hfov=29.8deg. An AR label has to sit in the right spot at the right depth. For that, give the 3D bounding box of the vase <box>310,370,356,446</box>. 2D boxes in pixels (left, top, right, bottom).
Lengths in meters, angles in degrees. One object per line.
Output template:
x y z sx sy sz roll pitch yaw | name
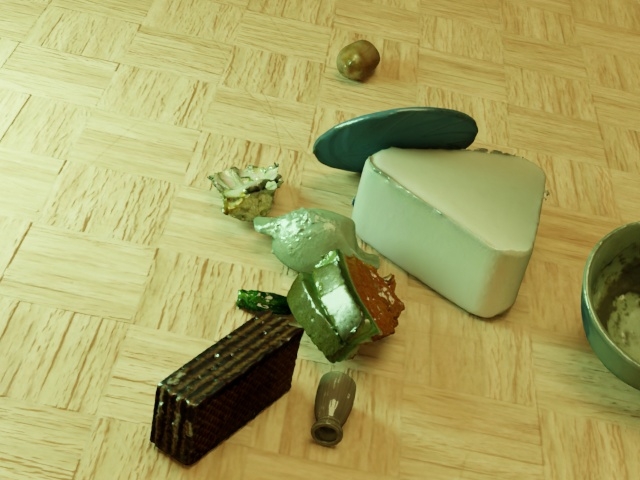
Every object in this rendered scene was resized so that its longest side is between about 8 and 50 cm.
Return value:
0.016 0.226 1.615 0.053 0.053 0.100 14 37 1 | vase

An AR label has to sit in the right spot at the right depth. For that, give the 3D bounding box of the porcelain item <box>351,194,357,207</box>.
0.120 -0.072 2.129 0.075 0.021 0.136 34 39 22 | porcelain item

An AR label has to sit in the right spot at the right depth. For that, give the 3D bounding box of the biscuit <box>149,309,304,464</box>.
-0.118 0.187 1.578 0.070 0.106 0.252 27 34 24 | biscuit

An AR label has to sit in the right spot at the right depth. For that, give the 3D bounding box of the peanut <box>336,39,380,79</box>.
0.083 -0.383 2.537 0.076 0.076 0.152 22 28 13 | peanut

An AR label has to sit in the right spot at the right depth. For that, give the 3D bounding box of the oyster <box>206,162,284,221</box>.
-0.120 -0.082 2.028 0.133 0.071 0.209 -4 17 -14 | oyster

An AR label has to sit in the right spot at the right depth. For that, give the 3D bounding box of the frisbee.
0.132 -0.157 2.085 0.290 0.289 0.049 -1 73 -20 | frisbee

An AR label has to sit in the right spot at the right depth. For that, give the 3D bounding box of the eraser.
0.207 -0.042 2.001 0.331 0.149 0.331 11 34 -8 | eraser

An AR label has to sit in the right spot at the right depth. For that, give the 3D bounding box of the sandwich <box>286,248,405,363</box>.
0.050 0.110 1.767 0.160 0.109 0.184 25 27 -37 | sandwich

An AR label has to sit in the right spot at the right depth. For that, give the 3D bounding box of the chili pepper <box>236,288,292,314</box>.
-0.067 0.089 1.809 0.118 0.035 0.055 -9 54 -24 | chili pepper

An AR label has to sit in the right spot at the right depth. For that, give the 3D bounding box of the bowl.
0.515 0.126 1.822 0.289 0.146 0.289 5 56 -7 | bowl

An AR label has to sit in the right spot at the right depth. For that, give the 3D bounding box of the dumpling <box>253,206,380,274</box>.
0.001 -0.009 1.914 0.219 0.108 0.152 24 35 12 | dumpling
